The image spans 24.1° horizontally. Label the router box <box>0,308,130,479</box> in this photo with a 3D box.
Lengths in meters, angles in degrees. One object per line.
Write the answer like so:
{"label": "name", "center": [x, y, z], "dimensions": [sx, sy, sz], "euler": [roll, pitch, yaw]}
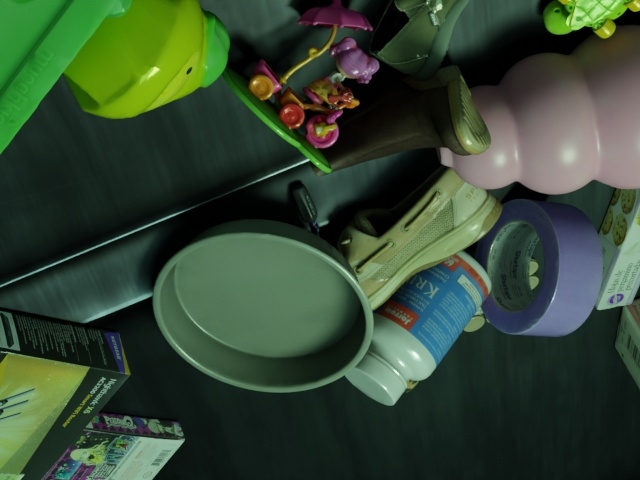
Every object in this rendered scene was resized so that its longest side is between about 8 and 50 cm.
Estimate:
{"label": "router box", "center": [-0.441, 0.226, 2.021], "dimensions": [0.242, 0.081, 0.309], "euler": [14, 129, -39]}

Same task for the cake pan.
{"label": "cake pan", "center": [-0.073, 0.083, 1.973], "dimensions": [0.293, 0.054, 0.293], "euler": [5, 133, 6]}

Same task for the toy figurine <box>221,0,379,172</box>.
{"label": "toy figurine", "center": [0.002, -0.191, 1.711], "dimensions": [0.173, 0.130, 0.159], "euler": [43, 100, -9]}

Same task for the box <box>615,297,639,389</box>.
{"label": "box", "center": [0.617, 0.159, 2.427], "dimensions": [0.232, 0.149, 0.127], "euler": [-16, 141, -10]}

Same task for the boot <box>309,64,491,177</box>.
{"label": "boot", "center": [0.088, -0.118, 1.764], "dimensions": [0.206, 0.248, 0.090], "euler": [-27, 109, 9]}

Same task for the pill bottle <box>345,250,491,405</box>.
{"label": "pill bottle", "center": [0.128, 0.114, 2.067], "dimensions": [0.221, 0.124, 0.124], "euler": [-53, 147, -19]}

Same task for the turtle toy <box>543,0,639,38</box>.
{"label": "turtle toy", "center": [0.322, -0.293, 1.800], "dimensions": [0.095, 0.066, 0.130], "euler": [37, 119, -23]}

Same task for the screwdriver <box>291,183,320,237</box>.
{"label": "screwdriver", "center": [0.000, 0.000, 1.966], "dimensions": [0.024, 0.025, 0.170], "euler": [-13, 119, 20]}

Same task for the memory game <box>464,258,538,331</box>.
{"label": "memory game", "center": [0.243, 0.076, 2.248], "dimensions": [0.186, 0.012, 0.186], "euler": [-14, 141, -12]}

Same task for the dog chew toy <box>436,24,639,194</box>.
{"label": "dog chew toy", "center": [0.308, -0.149, 1.869], "dimensions": [0.331, 0.207, 0.207], "euler": [-13, 142, -2]}

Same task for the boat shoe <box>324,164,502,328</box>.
{"label": "boat shoe", "center": [0.081, 0.004, 2.014], "dimensions": [0.341, 0.122, 0.110], "euler": [-34, 107, 26]}

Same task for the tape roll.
{"label": "tape roll", "center": [0.301, 0.039, 2.088], "dimensions": [0.080, 0.189, 0.189], "euler": [6, 134, -31]}

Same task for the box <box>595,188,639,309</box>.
{"label": "box", "center": [0.460, -0.026, 2.193], "dimensions": [0.063, 0.067, 0.324], "euler": [-9, 141, -17]}

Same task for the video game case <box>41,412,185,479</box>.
{"label": "video game case", "center": [-0.349, 0.343, 2.240], "dimensions": [0.210, 0.042, 0.232], "euler": [12, 130, -37]}

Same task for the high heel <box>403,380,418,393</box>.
{"label": "high heel", "center": [0.060, 0.176, 2.211], "dimensions": [0.261, 0.093, 0.186], "euler": [6, 135, -37]}

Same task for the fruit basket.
{"label": "fruit basket", "center": [-0.248, -0.206, 1.480], "dimensions": [0.392, 0.283, 0.392], "euler": [-3, 129, -3]}

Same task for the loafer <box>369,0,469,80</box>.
{"label": "loafer", "center": [0.118, -0.287, 1.679], "dimensions": [0.087, 0.094, 0.251], "euler": [6, 129, -15]}
